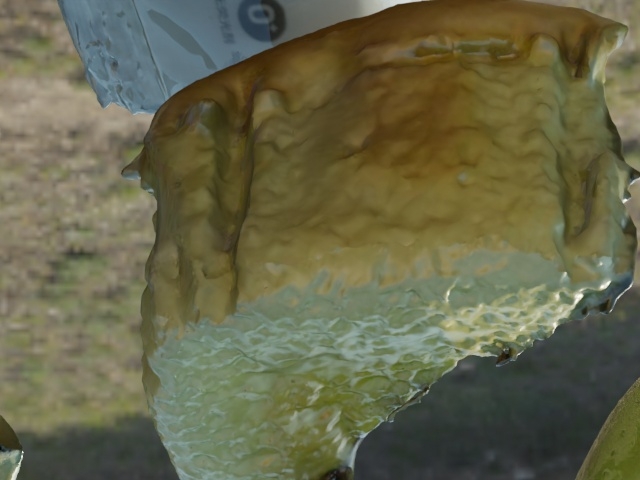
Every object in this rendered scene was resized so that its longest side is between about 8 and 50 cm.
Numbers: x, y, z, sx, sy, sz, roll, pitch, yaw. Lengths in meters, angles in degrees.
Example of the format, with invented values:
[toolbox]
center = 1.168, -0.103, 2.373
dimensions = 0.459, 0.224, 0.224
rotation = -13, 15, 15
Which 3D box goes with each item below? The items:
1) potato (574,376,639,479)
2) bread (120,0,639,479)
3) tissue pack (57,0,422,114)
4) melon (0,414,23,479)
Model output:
[potato]
center = 0.194, 0.172, 0.856
dimensions = 0.143, 0.248, 0.169
rotation = 28, -178, 43
[bread]
center = -0.010, 0.000, 0.589
dimensions = 0.133, 0.174, 0.251
rotation = 24, 137, -24
[tissue pack]
center = -0.030, -0.268, 0.696
dimensions = 0.193, 0.266, 0.356
rotation = 2, 129, 22
[melon]
center = -0.249, 0.137, 0.829
dimensions = 0.160, 0.128, 0.079
rotation = -9, -146, -29
